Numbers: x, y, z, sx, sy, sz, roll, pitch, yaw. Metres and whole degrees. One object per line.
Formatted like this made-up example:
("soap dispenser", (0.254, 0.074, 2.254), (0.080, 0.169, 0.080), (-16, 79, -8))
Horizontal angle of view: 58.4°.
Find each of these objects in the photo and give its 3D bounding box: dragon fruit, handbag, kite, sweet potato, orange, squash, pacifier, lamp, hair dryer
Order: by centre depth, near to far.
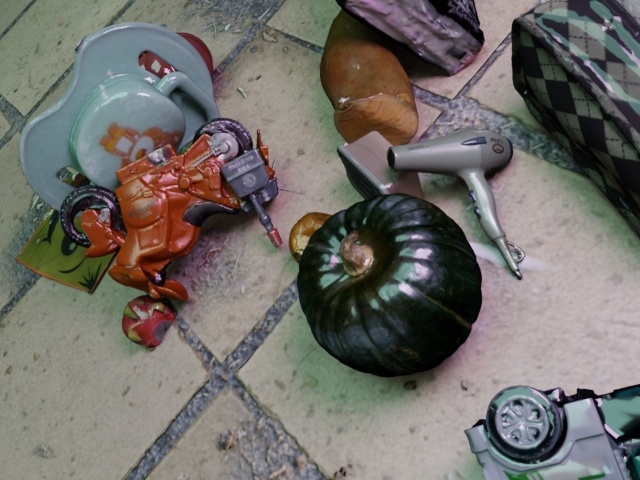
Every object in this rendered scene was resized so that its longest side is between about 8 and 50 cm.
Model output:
("handbag", (0.459, -0.205, 0.588), (0.415, 0.180, 0.317), (-30, 57, 7))
("squash", (0.074, 0.049, 0.652), (0.218, 0.172, 0.218), (-6, 83, 50))
("hair dryer", (0.162, -0.053, 0.698), (0.167, 0.067, 0.199), (6, 66, -10))
("orange", (0.000, 0.000, 0.793), (0.086, 0.062, 0.086), (-6, 77, 27))
("dragon fruit", (-0.266, 0.120, 0.875), (0.056, 0.060, 0.083), (18, 71, 39))
("sweet potato", (0.059, -0.290, 0.890), (0.131, 0.131, 0.337), (-21, 54, 18))
("pacifier", (-0.331, -0.201, 0.959), (0.343, 0.288, 0.269), (-48, 46, 7))
("kite", (-0.448, -0.030, 1.097), (0.377, 0.013, 0.328), (-30, 53, 11))
("lamp", (-0.288, -0.316, 1.101), (0.181, 0.140, 0.182), (-16, 38, 13))

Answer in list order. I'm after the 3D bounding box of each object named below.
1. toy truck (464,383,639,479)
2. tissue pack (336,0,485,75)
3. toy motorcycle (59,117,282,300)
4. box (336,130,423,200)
("toy truck", (0.310, 0.167, 0.456), (0.363, 0.176, 0.178), (-17, 68, 19))
("tissue pack", (0.120, -0.425, 0.864), (0.123, 0.244, 0.333), (-35, 48, 41))
("toy motorcycle", (-0.204, -0.035, 0.862), (0.325, 0.221, 0.148), (-29, 9, -6))
("box", (0.084, -0.088, 0.783), (0.062, 0.089, 0.122), (-34, 52, -4))
